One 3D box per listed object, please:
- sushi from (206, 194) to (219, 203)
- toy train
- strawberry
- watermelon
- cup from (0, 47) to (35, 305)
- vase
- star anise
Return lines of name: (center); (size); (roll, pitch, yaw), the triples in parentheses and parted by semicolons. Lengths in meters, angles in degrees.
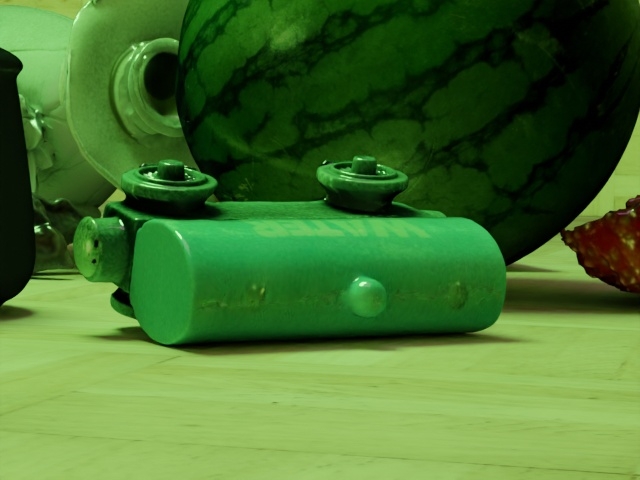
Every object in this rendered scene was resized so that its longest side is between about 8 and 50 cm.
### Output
sushi: (0.000, -0.051, 1.722); (0.343, 0.064, 0.359); (2, 0, -13)
toy train: (-0.010, 0.012, 1.019); (0.248, 0.101, 0.159); (-2, 18, -32)
strawberry: (0.288, -0.001, 1.309); (0.286, 0.106, 0.188); (-21, -5, -45)
watermelon: (0.064, -0.127, 1.337); (0.363, 0.363, 0.363); (1, 3, 0)
cup: (-0.258, -0.041, 1.073); (0.169, 0.176, 0.223); (4, 2, -4)
vase: (-0.246, -0.113, 1.588); (0.250, 0.250, 0.445); (-1, -3, -36)
star anise: (-0.300, -0.017, 1.410); (0.231, 0.089, 0.209); (13, -5, -3)
